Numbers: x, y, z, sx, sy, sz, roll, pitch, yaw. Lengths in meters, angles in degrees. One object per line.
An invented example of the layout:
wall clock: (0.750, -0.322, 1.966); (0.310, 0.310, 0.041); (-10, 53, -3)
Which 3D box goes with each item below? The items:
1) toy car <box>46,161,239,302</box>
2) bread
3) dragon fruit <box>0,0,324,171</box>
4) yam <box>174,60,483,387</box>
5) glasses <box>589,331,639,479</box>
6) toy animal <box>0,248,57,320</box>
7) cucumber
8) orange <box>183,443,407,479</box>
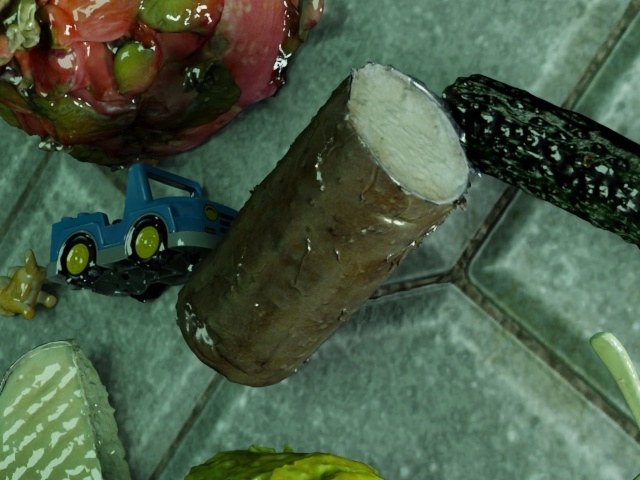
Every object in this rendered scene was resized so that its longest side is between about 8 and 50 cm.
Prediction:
toy car: (-0.148, -0.007, 1.306); (0.191, 0.097, 0.100); (-11, 71, 36)
bread: (-0.231, 0.205, 1.323); (0.173, 0.064, 0.232); (17, 76, 24)
dragon fruit: (-0.194, -0.235, 1.292); (0.314, 0.263, 0.296); (-28, 62, 31)
yam: (-0.001, 0.000, 1.132); (0.279, 0.131, 0.131); (-49, 52, 39)
glasses: (0.233, 0.127, 0.941); (0.102, 0.207, 0.239); (-177, 103, -76)
toy animal: (-0.293, 0.041, 1.438); (0.083, 0.060, 0.081); (17, 130, 39)
cucumber: (0.197, -0.041, 1.058); (0.300, 0.072, 0.072); (31, 99, 39)
orange: (-0.040, 0.278, 1.058); (0.300, 0.223, 0.301); (-57, 38, 11)
